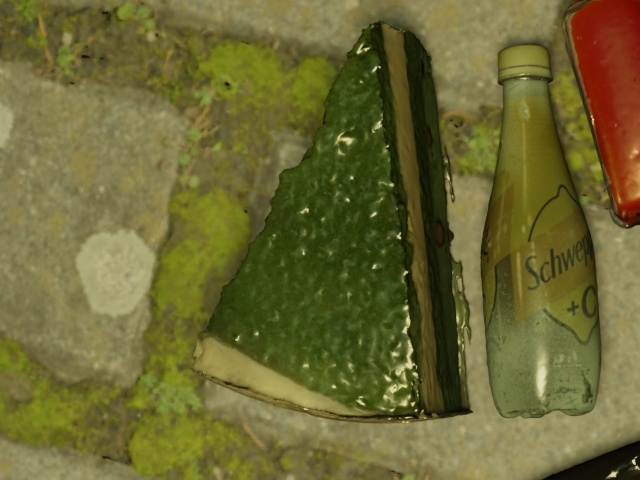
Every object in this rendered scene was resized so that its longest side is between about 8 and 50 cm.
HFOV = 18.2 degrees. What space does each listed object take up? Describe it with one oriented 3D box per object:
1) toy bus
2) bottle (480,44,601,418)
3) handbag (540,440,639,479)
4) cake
[{"bbox_3d":[0.222,-0.100,1.421,0.079,0.077,0.174,-16,83,14],"label":"toy bus"},{"bbox_3d":[0.154,-0.008,1.434,0.083,0.083,0.269,-6,83,15],"label":"bottle"},{"bbox_3d":[0.201,0.283,1.406,0.275,0.088,0.244,-30,78,16],"label":"handbag"},{"bbox_3d":[0.001,-0.006,1.439,0.172,0.158,0.283,-6,84,17],"label":"cake"}]
